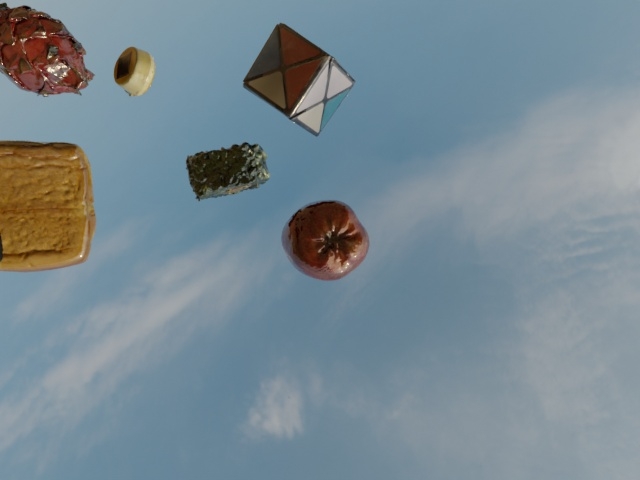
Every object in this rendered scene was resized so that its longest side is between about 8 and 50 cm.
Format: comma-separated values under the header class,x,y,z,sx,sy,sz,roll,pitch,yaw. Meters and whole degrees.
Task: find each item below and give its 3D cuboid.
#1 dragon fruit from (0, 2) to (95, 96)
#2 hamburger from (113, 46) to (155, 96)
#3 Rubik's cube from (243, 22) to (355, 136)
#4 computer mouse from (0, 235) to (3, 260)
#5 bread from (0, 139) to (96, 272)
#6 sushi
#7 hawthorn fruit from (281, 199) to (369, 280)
class,x,y,z,sx,sy,sz,roll,pitch,yaw
dragon fruit,-0.826,-0.542,1.184,0.299,0.244,0.244,39,-102,-11
hamburger,-0.519,-0.470,1.134,0.141,0.082,0.126,-24,-112,27
Rubik's cube,-0.079,-0.662,1.698,0.307,0.310,0.305,39,-77,19
computer mouse,-0.796,-0.008,0.796,0.270,0.170,0.100,-6,-159,-6
bread,-0.750,-0.083,1.009,0.338,0.327,0.148,-7,-170,-22
sushi,-0.352,-0.278,1.604,0.295,0.352,0.177,-14,-83,6
hawthorn fruit,0.000,0.000,1.334,0.300,0.275,0.275,-4,-123,53
